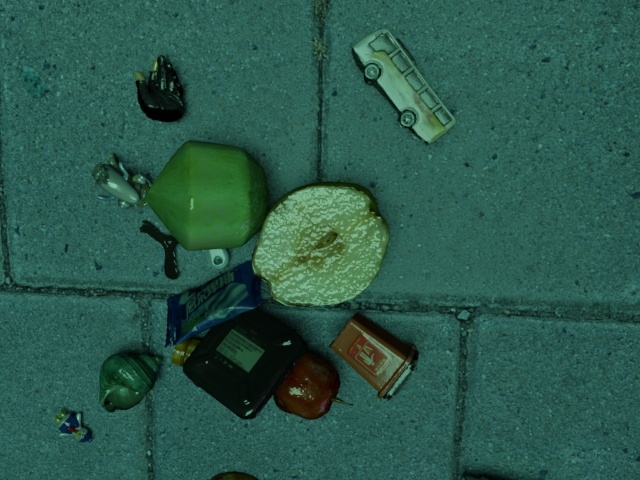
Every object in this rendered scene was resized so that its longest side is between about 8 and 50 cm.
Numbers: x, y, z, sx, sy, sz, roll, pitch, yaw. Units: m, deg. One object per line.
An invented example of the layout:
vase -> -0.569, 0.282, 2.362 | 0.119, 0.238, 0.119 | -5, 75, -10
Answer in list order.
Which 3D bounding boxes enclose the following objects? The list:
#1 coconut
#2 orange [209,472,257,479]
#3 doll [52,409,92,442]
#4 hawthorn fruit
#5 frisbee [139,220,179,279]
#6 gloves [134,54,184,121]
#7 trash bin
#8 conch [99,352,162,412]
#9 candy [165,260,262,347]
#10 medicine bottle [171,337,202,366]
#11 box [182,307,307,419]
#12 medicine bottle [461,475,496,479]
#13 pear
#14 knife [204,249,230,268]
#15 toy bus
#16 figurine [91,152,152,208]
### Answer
coconut -> -0.311, -0.120, 1.630 | 0.329, 0.281, 0.328 | -6, 109, -18
orange -> -0.264, 0.910, 1.908 | 0.274, 0.274, 0.310 | -14, 67, 7
doll -> -0.799, 0.609, 1.926 | 0.143, 0.057, 0.099 | 44, 86, -8
hawthorn fruit -> -0.017, 0.438, 1.742 | 0.243, 0.207, 0.207 | 25, 101, 7
frisbee -> -0.470, -0.005, 1.804 | 0.187, 0.012, 0.211 | 36, 111, 6
gloves -> -0.459, -0.440, 1.710 | 0.129, 0.106, 0.180 | -6, 70, 5
trash bin -> 0.160, 0.327, 1.740 | 0.239, 0.184, 0.161 | 38, 101, 10
conch -> -0.589, 0.423, 1.840 | 0.202, 0.134, 0.196 | -14, 138, 2
candy -> -0.322, 0.184, 1.766 | 0.331, 0.187, 0.077 | -26, 136, 13
medicine bottle -> -0.348, 0.359, 1.820 | 0.192, 0.096, 0.096 | 16, 100, 3
box -> -0.222, 0.331, 1.704 | 0.290, 0.073, 0.289 | 27, 68, 32
medicine bottle -> 0.574, 0.813, 1.777 | 0.318, 0.158, 0.158 | 12, 100, 4
pear -> 0.000, 0.000, 1.679 | 0.387, 0.191, 0.340 | -30, 103, 9
knife -> -0.336, -0.077, 1.780 | 0.080, 0.044, 0.331 | -14, 94, 3
toy bus -> 0.226, -0.419, 1.635 | 0.138, 0.097, 0.342 | -37, 95, 8
figurine -> -0.585, -0.170, 1.740 | 0.128, 0.184, 0.208 | -52, 54, 7
